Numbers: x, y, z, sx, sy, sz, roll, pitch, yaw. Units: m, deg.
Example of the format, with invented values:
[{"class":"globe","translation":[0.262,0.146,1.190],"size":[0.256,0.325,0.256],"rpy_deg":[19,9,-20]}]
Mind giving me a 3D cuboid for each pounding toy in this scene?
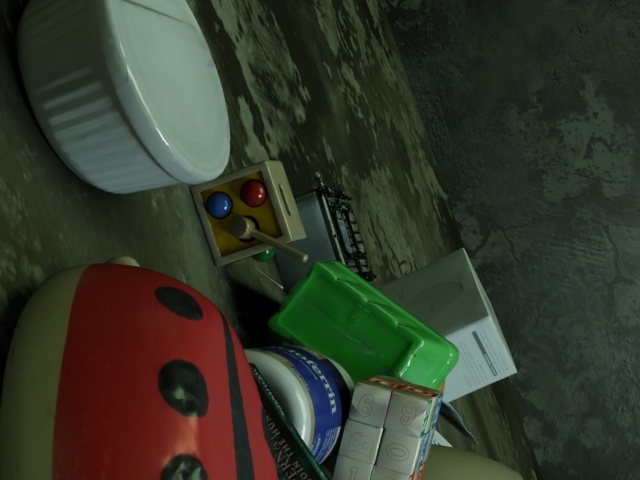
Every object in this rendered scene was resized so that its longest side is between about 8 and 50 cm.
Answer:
[{"class":"pounding toy","translation":[-0.084,-0.024,1.496],"size":[0.100,0.130,0.141],"rpy_deg":[-13,84,-74]}]

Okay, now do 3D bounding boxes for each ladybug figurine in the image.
[{"class":"ladybug figurine","translation":[-0.137,0.205,0.980],"size":[0.305,0.162,0.449],"rpy_deg":[43,32,-59]}]

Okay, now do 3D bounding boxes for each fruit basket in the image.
[{"class":"fruit basket","translation":[0.065,0.174,1.609],"size":[0.327,0.165,0.353],"rpy_deg":[36,-11,21]}]

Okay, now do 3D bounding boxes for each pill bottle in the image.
[{"class":"pill bottle","translation":[-0.050,0.196,1.313],"size":[0.264,0.153,0.153],"rpy_deg":[11,61,-73]}]

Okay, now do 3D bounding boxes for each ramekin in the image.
[{"class":"ramekin","translation":[-0.213,-0.175,1.239],"size":[0.273,0.127,0.273],"rpy_deg":[-18,90,-74]}]

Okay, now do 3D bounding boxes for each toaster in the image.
[{"class":"toaster","translation":[0.000,0.000,1.796],"size":[0.168,0.110,0.186],"rpy_deg":[-1,73,-75]}]

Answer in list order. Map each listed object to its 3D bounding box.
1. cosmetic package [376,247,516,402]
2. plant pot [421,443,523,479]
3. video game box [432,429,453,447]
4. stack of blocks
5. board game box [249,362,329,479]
[{"class":"cosmetic package","translation":[0.192,0.163,1.992],"size":[0.224,0.224,0.138],"rpy_deg":[-99,163,-59]},{"class":"plant pot","translation":[0.110,0.378,1.518],"size":[0.191,0.284,0.284],"rpy_deg":[33,22,-4]},{"class":"video game box","translation":[0.154,0.380,1.867],"size":[0.187,0.048,0.205],"rpy_deg":[44,35,-28]},{"class":"stack of blocks","translation":[0.055,0.312,1.323],"size":[0.171,0.087,0.297],"rpy_deg":[10,94,-77]},{"class":"board game box","translation":[-0.069,0.233,1.147],"size":[0.186,0.126,0.026],"rpy_deg":[55,8,20]}]
